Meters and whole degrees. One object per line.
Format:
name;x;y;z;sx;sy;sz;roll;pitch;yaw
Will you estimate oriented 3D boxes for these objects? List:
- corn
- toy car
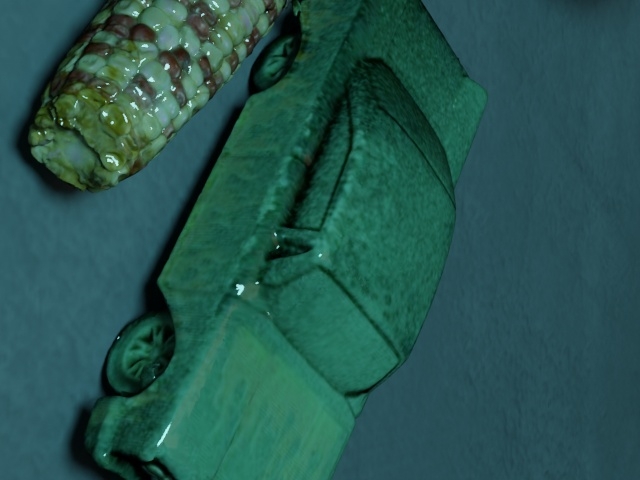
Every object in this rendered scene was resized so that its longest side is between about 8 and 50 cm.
corn;-0.052;-0.117;0.612;0.079;0.079;0.237;58;49;-37
toy car;0.000;0.000;0.669;0.141;0.097;0.321;50;53;-41
